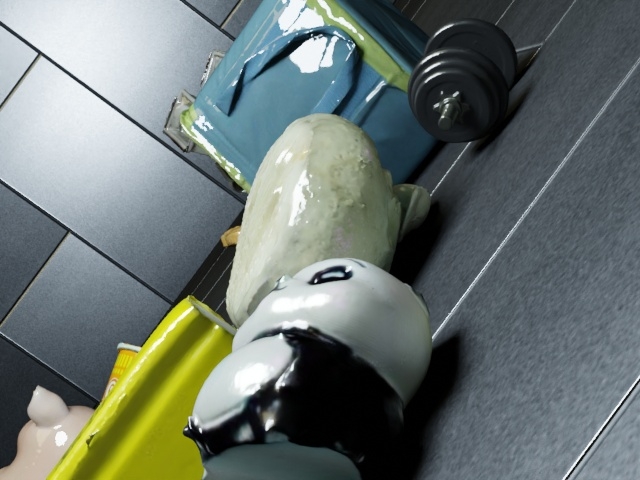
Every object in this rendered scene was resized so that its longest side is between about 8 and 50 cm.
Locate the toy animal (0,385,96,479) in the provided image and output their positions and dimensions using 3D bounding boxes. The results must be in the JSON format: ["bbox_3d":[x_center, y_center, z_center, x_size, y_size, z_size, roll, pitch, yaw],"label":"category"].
[{"bbox_3d":[-0.387,0.359,1.743,0.256,0.195,0.213,-55,0,2],"label":"toy animal"}]

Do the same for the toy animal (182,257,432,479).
[{"bbox_3d":[-0.008,0.095,0.808,0.166,0.138,0.179,-21,35,45],"label":"toy animal"}]

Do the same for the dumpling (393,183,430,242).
[{"bbox_3d":[0.083,-0.026,1.154,0.077,0.043,0.059,0,70,61],"label":"dumpling"}]

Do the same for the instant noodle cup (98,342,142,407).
[{"bbox_3d":[-0.179,0.226,1.233,0.185,0.168,0.168,-64,11,-16],"label":"instant noodle cup"}]

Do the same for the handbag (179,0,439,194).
[{"bbox_3d":[0.010,-0.163,1.376,0.241,0.263,0.222,-50,-14,23],"label":"handbag"}]

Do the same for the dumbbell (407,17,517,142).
[{"bbox_3d":[0.141,-0.158,1.165,0.099,0.099,0.208,-48,8,33],"label":"dumbbell"}]

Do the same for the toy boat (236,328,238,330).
[{"bbox_3d":[-0.111,0.132,1.509,0.318,0.072,0.219,-61,8,-26],"label":"toy boat"}]

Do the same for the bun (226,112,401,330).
[{"bbox_3d":[0.000,0.000,1.109,0.239,0.141,0.239,-165,90,-79],"label":"bun"}]

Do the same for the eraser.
[{"bbox_3d":[-0.117,0.177,1.017,0.226,0.158,0.069,-54,10,-4],"label":"eraser"}]

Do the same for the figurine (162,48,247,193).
[{"bbox_3d":[-0.054,-0.143,1.624,0.308,0.309,0.143,145,139,-66],"label":"figurine"}]

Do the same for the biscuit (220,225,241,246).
[{"bbox_3d":[-0.060,-0.011,1.562,0.162,0.035,0.250,-12,-1,17],"label":"biscuit"}]
